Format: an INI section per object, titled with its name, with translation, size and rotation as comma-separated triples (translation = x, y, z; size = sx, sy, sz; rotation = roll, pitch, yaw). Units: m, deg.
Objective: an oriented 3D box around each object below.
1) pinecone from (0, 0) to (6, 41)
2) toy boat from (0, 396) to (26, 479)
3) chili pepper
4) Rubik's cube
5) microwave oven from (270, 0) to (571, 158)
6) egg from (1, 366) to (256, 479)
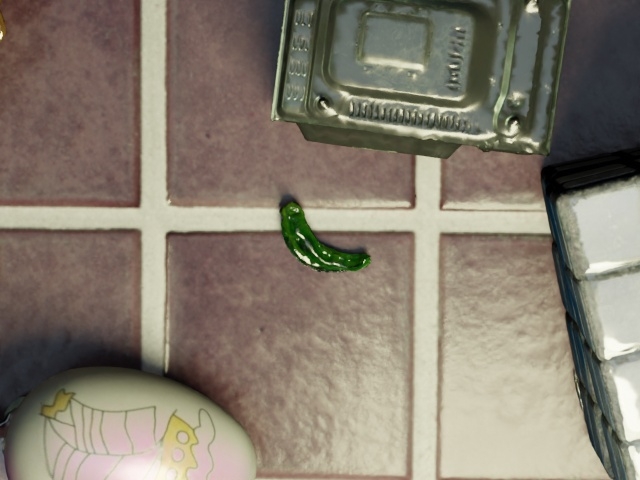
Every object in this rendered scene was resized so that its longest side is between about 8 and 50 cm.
[pinecone]
translation = -0.507, -0.251, 1.760
size = 0.384, 0.384, 0.384
rotation = 0, 94, 2
[toy boat]
translation = -0.406, 0.275, 1.943
size = 0.155, 0.085, 0.227
rotation = 17, 84, -7
[chili pepper]
translation = -0.004, 0.007, 1.917
size = 0.118, 0.035, 0.055
rotation = 37, 112, 3
[Rubik's cube]
translation = 0.427, 0.061, 1.752
size = 0.344, 0.337, 0.344
rotation = -14, 95, 4
[microwave oven]
translation = 0.108, -0.208, 1.824
size = 0.295, 0.181, 0.237
rotation = 8, 93, 2
[egg]
translation = -0.206, 0.237, 1.862
size = 0.271, 0.196, 0.196
rotation = 15, 95, 3
